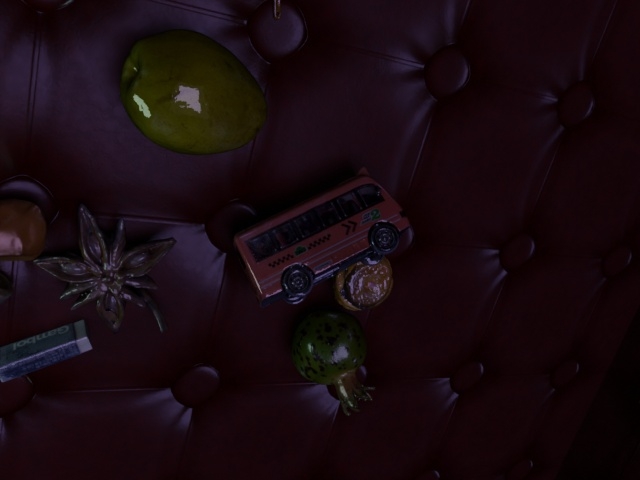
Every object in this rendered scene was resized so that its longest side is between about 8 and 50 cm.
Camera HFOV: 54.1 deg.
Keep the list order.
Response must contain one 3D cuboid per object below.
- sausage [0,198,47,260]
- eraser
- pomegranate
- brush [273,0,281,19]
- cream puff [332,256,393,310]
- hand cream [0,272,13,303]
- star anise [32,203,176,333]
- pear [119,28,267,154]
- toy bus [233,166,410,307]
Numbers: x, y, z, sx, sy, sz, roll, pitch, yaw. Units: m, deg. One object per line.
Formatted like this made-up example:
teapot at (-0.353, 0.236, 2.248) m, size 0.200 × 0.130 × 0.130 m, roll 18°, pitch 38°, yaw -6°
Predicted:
sausage at (-0.711, -0.016, 1.333) m, size 0.241 × 0.120 × 0.136 m, roll -8°, pitch 85°, yaw -25°
eraser at (-0.667, 0.263, 1.516) m, size 0.212 × 0.092 × 0.046 m, roll -20°, pitch 121°, yaw -17°
pomegranate at (0.054, 0.322, 1.777) m, size 0.230 × 0.286 × 0.231 m, roll -31°, pitch 140°, yaw -29°
brush at (-0.098, -0.583, 1.404) m, size 0.043 × 0.014 × 0.170 m, roll -12°, pitch 121°, yaw -22°
cream puff at (0.115, 0.113, 1.791) m, size 0.188 × 0.129 × 0.189 m, roll -5°, pitch 105°, yaw -20°
hand cream at (-0.794, 0.152, 1.411) m, size 0.203 × 0.084 × 0.084 m, roll -39°, pitch 125°, yaw 5°
star anise at (-0.496, 0.080, 1.497) m, size 0.349 × 0.109 × 0.293 m, roll 20°, pitch 113°, yaw -21°
pear at (-0.266, -0.305, 1.327) m, size 0.307 × 0.253 × 0.253 m, roll 6°, pitch 113°, yaw -45°
toy bus at (0.000, 0.000, 1.612) m, size 0.426 × 0.203 × 0.233 m, roll -27°, pitch 82°, yaw -12°
